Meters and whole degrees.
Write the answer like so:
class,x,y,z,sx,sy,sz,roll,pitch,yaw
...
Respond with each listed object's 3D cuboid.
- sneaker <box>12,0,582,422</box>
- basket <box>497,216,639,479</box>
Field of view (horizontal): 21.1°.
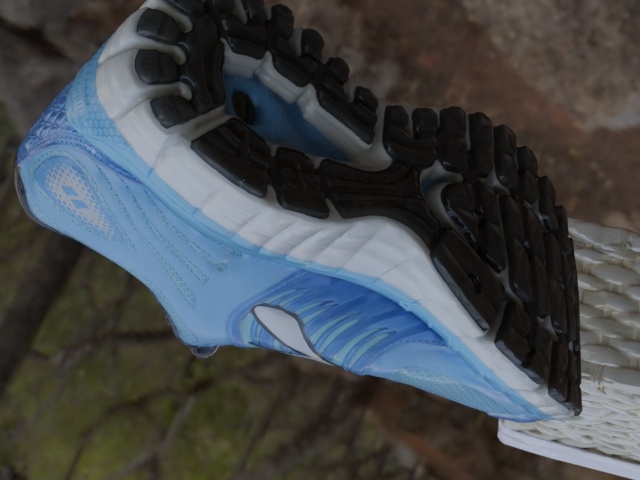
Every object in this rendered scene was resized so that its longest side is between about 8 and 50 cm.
class,x,y,z,sx,sy,sz,roll,pitch,yaw
sneaker,0.000,0.000,0.395,0.073,0.063,0.162,-25,137,37
basket,0.192,0.067,0.972,0.167,0.113,0.103,13,153,11
